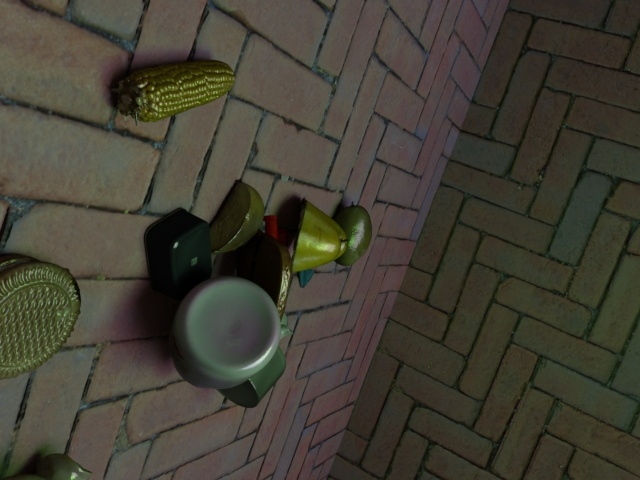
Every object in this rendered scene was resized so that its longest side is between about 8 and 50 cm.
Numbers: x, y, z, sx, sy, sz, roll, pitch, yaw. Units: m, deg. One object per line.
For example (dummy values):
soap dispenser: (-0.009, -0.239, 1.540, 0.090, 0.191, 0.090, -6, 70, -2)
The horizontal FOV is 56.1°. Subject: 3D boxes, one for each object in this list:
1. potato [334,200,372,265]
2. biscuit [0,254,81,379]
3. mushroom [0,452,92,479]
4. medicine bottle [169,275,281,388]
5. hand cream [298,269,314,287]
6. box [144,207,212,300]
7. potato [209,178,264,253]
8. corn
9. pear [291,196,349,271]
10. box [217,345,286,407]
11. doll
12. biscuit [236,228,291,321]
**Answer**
potato: (0.116, -0.027, 2.276, 0.174, 0.159, 0.251, -68, 165, -74)
biscuit: (-0.569, 0.143, 1.119, 0.259, 0.079, 0.259, -45, 147, -40)
mushroom: (-0.596, 0.609, 1.274, 0.290, 0.298, 0.297, -72, 174, -66)
medicine bottle: (-0.258, 0.249, 1.535, 0.256, 0.256, 0.325, -53, -177, -28)
hand cream: (-0.055, 0.093, 2.177, 0.083, 0.048, 0.224, -54, 159, -25)
box: (-0.343, 0.038, 1.477, 0.144, 0.090, 0.200, -39, 144, -45)
potato: (-0.228, -0.032, 1.644, 0.243, 0.098, 0.138, -59, 156, -15)
corn: (-0.290, -0.319, 1.258, 0.305, 0.106, 0.106, -34, 140, -51)
pear: (0.000, 0.002, 1.939, 0.267, 0.178, 0.266, -167, -90, -86)
box: (-0.234, 0.375, 1.824, 0.149, 0.226, 0.226, -45, 148, -39)
doll: (-0.138, 0.125, 1.788, 0.188, 0.099, 0.383, 59, 27, -65)
biscuit: (-0.177, 0.110, 1.680, 0.052, 0.277, 0.262, 6, 106, -36)
